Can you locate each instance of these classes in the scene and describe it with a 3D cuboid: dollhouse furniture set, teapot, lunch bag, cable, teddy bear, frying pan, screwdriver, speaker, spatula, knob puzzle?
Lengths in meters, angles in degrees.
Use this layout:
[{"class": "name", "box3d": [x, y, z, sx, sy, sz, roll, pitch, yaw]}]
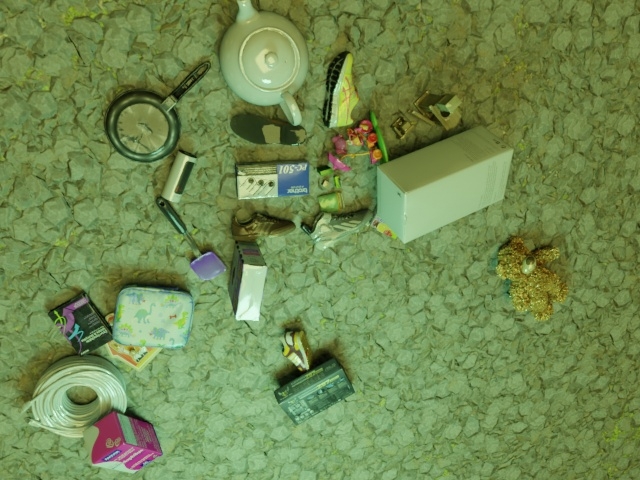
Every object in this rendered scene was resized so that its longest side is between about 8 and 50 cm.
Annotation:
[{"class": "dollhouse furniture set", "box3d": [0.028, -0.143, 1.635, 0.076, 0.058, 0.152, -15, 112, -9]}, {"class": "teapot", "box3d": [-0.134, -0.453, 1.412, 0.255, 0.187, 0.253, 16, 105, -20]}, {"class": "dollhouse furniture set", "box3d": [0.312, -0.327, 1.577, 0.161, 0.182, 0.101, -44, 114, 3]}, {"class": "lunch bag", "box3d": [-0.477, 0.215, 1.599, 0.218, 0.090, 0.176, 7, 92, -18]}, {"class": "cable", "box3d": [-0.706, 0.462, 1.640, 0.257, 0.089, 0.257, 40, 95, -24]}, {"class": "teddy bear", "box3d": [0.733, 0.137, 1.896, 0.245, 0.113, 0.338, -30, 114, -5]}, {"class": "frying pan", "box3d": [-0.406, -0.320, 1.466, 0.326, 0.053, 0.197, -22, 114, -3]}, {"class": "screwdriver", "box3d": [0.000, 0.000, 1.705, 0.024, 0.025, 0.170, -48, 122, 4]}, {"class": "speaker", "box3d": [-0.386, -0.174, 1.516, 0.055, 0.055, 0.136, 21, 102, -21]}, {"class": "spatula", "box3d": [-0.378, -0.003, 1.591, 0.084, 0.030, 0.297, -31, 114, 0]}, {"class": "knob puzzle", "box3d": [-0.555, 0.282, 1.647, 0.213, 0.030, 0.213, -5, 110, -13]}]

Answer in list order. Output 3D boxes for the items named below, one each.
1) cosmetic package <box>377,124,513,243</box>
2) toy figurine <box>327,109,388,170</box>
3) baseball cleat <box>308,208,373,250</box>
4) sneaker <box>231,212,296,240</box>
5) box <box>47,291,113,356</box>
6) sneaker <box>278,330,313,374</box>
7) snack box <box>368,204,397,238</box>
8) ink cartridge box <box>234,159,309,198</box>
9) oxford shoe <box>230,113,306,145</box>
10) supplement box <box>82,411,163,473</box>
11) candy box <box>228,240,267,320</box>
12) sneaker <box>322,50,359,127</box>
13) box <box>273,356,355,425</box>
[{"class": "cosmetic package", "box3d": [0.354, -0.164, 1.602, 0.365, 0.155, 0.197, -21, 137, -17]}, {"class": "toy figurine", "box3d": [0.095, -0.268, 1.591, 0.159, 0.130, 0.173, -15, 91, 1]}, {"class": "baseball cleat", "box3d": [0.060, -0.056, 1.660, 0.205, 0.072, 0.109, -35, 111, -12]}, {"class": "sneaker", "box3d": [-0.165, -0.047, 1.614, 0.188, 0.066, 0.071, -10, 110, -12]}, {"class": "box", "box3d": [-0.678, 0.242, 1.589, 0.116, 0.029, 0.162, -29, 110, 1]}, {"class": "sneaker", "box3d": [-0.078, 0.364, 1.791, 0.083, 0.070, 0.186, -4, 121, 15]}, {"class": "snack box", "box3d": [0.220, -0.088, 1.717, 0.100, 0.037, 0.141, 24, 100, -23]}, {"class": "ink cartridge box", "box3d": [-0.136, -0.175, 1.586, 0.207, 0.046, 0.097, -5, 111, -13]}, {"class": "oxford shoe", "box3d": [-0.142, -0.302, 1.532, 0.212, 0.076, 0.076, 12, 108, -2]}, {"class": "supplement box", "box3d": [-0.584, 0.603, 1.654, 0.111, 0.114, 0.220, -34, 147, -1]}, {"class": "candy box", "box3d": [-0.211, 0.110, 1.586, 0.070, 0.196, 0.165, 5, 108, -17]}, {"class": "sneaker", "box3d": [0.067, -0.416, 1.545, 0.094, 0.081, 0.209, 0, 116, -22]}, {"class": "box", "box3d": [-0.016, 0.494, 1.815, 0.232, 0.059, 0.183, -29, 139, -4]}]
